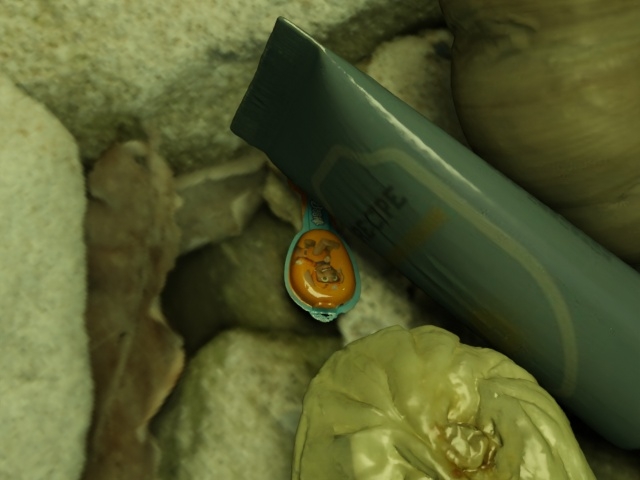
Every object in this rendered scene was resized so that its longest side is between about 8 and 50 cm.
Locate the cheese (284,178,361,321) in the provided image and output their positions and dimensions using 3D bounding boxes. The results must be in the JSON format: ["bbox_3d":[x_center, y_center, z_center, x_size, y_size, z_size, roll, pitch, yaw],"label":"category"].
[{"bbox_3d":[0.000,0.000,0.619,0.047,0.017,0.111,6,56,-17],"label":"cheese"}]

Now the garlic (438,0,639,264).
[{"bbox_3d":[0.204,-0.138,0.604,0.321,0.241,0.322,14,59,-24],"label":"garlic"}]

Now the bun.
[{"bbox_3d":[0.066,0.131,0.516,0.164,0.111,0.188,-2,68,-9],"label":"bun"}]

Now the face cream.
[{"bbox_3d":[0.115,0.024,0.574,0.385,0.135,0.086,37,66,-1],"label":"face cream"}]
